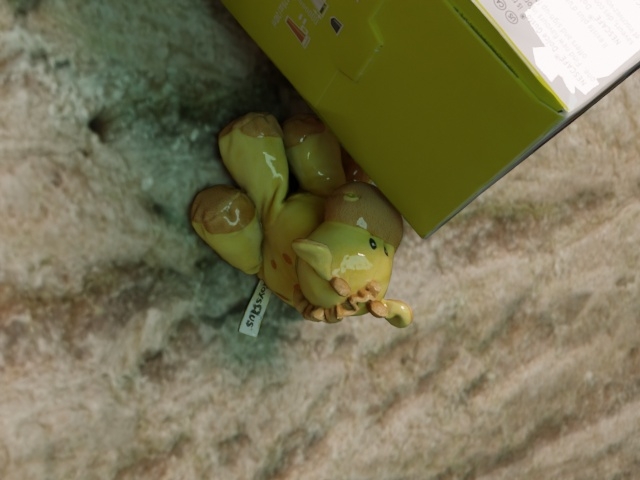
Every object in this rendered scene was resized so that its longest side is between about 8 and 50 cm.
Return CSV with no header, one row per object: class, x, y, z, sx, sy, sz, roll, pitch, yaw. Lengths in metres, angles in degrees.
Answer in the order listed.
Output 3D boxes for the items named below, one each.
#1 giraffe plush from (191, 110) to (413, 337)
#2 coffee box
giraffe plush,0.000,0.000,1.265,0.181,0.170,0.210,1,99,-32
coffee box,0.132,-0.258,1.125,0.334,0.337,0.338,-39,87,-19
